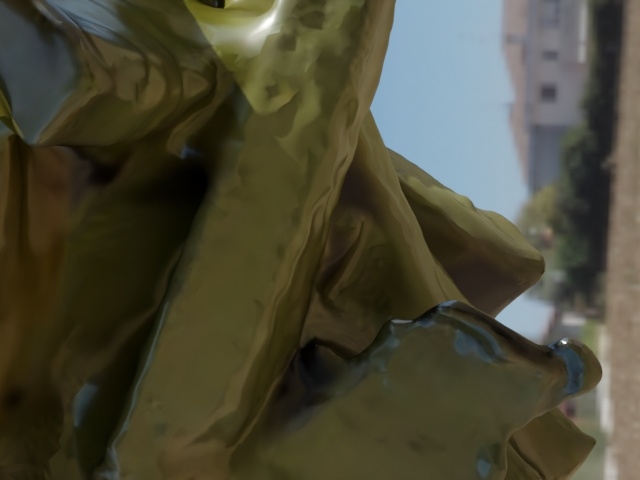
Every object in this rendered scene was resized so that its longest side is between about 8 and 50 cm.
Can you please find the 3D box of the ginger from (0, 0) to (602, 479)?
[{"bbox_3d":[-0.034,-0.022,0.621,0.211,0.413,0.358,-47,39,36],"label":"ginger"}]
